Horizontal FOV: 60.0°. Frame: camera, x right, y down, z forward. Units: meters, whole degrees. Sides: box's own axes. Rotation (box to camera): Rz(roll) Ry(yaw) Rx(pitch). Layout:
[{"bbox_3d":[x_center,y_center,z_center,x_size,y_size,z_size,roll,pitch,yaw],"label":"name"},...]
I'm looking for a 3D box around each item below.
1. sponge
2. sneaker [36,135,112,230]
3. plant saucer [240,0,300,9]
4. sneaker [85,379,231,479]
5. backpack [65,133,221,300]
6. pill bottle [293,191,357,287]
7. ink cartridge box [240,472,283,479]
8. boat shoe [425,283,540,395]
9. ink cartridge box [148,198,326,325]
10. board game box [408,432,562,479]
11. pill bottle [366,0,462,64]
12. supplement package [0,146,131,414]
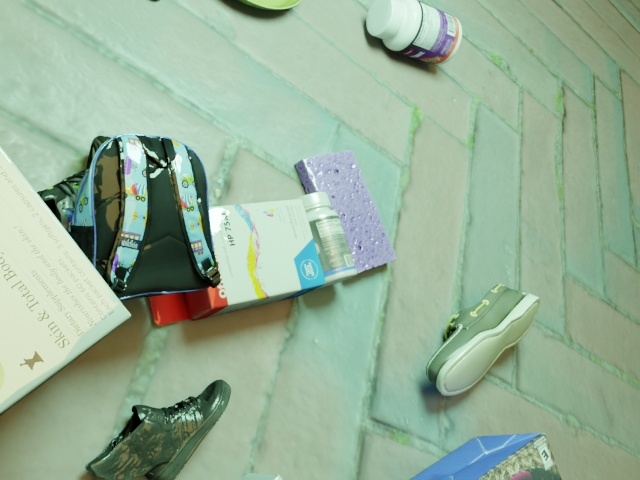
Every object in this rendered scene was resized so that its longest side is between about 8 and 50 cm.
[{"bbox_3d":[0.045,-0.048,0.938,0.117,0.031,0.210,-18,84,-41],"label":"sponge"},{"bbox_3d":[-0.291,-0.053,0.661,0.078,0.067,0.188,32,59,-31],"label":"sneaker"},{"bbox_3d":[-0.129,-0.508,0.987,0.240,0.037,0.241,14,64,-32],"label":"plant saucer"},{"bbox_3d":[-0.182,0.214,0.647,0.089,0.051,0.170,48,54,-18],"label":"sneaker"},{"bbox_3d":[-0.201,-0.025,0.616,0.158,0.116,0.174,-4,91,-46],"label":"backpack"},{"bbox_3d":[0.000,0.000,0.853,0.078,0.078,0.137,-11,79,-39],"label":"pill bottle"},{"bbox_3d":[-0.057,0.402,0.643,0.148,0.085,0.203,-39,98,-40],"label":"ink cartridge box"},{"bbox_3d":[0.279,0.168,0.990,0.304,0.091,0.109,-26,131,-36],"label":"boat shoe"},{"bbox_3d":[-0.118,0.025,0.754,0.230,0.078,0.134,-9,78,-39],"label":"ink cartridge box"},{"bbox_3d":[0.270,0.473,0.827,0.231,0.141,0.291,-12,79,-39],"label":"board game box"},{"bbox_3d":[0.194,-0.442,1.159,0.193,0.108,0.108,5,69,-36],"label":"pill bottle"},{"bbox_3d":[-0.346,0.079,0.465,0.262,0.198,0.199,-40,98,-34],"label":"supplement package"}]
